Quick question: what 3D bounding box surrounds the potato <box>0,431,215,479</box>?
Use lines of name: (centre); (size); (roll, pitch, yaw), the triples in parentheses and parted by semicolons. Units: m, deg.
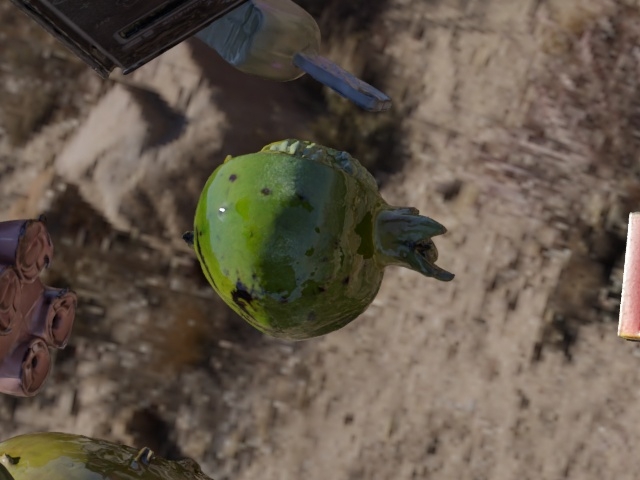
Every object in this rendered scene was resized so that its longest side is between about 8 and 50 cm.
potato: (-0.228, 0.332, 1.544); (0.319, 0.385, 0.442); (58, 142, 14)

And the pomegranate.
pomegranate: (0.000, 0.000, 2.025); (0.341, 0.260, 0.260); (6, 81, 26)

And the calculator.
calculator: (-0.101, -0.173, 1.039); (0.166, 0.274, 0.028); (-33, 80, 4)

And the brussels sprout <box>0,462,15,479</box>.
brussels sprout: (-0.249, 0.254, 0.944); (0.268, 0.344, 0.344); (-24, 47, 4)

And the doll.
doll: (-0.409, 0.038, 1.653); (0.268, 0.216, 0.284); (8, 47, 19)

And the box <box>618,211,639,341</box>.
box: (0.330, 0.034, 1.342); (0.175, 0.048, 0.112); (3, 86, 49)

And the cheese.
cheese: (-0.047, -0.212, 1.742); (0.286, 0.163, 0.082); (33, 110, 23)
